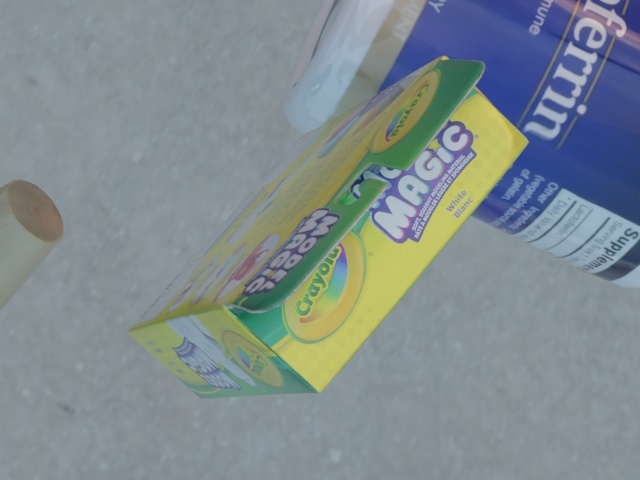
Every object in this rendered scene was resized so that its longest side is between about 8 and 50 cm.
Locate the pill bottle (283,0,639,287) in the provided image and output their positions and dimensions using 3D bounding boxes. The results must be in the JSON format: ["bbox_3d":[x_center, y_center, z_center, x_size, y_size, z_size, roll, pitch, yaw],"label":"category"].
[{"bbox_3d":[0.129,-0.069,0.851,0.264,0.153,0.153,25,127,-7],"label":"pill bottle"}]

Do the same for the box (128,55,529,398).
[{"bbox_3d":[0.000,0.000,0.568,0.043,0.105,0.179,43,165,-6],"label":"box"}]

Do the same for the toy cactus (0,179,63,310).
[{"bbox_3d":[-0.196,0.027,0.802,0.180,0.219,0.112,-36,120,25],"label":"toy cactus"}]
